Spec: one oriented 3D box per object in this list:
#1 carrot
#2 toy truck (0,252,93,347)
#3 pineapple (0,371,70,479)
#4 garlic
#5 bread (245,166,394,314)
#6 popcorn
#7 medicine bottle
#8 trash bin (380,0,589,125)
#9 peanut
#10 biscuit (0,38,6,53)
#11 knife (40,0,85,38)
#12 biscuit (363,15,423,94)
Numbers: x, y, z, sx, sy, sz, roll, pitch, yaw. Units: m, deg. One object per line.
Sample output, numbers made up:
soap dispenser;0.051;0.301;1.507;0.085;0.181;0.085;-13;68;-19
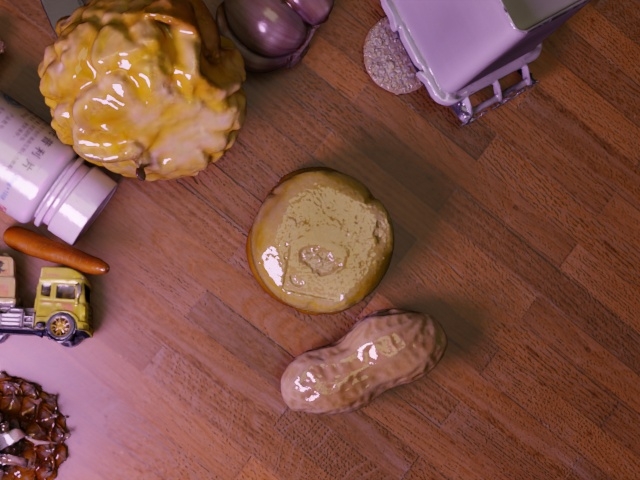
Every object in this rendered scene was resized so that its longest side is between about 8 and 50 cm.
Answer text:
carrot;-0.454;0.019;1.819;0.247;0.043;0.043;16;86;31
toy truck;-0.527;0.099;1.832;0.272;0.124;0.157;3;78;-4
pineapple;-0.554;0.348;1.744;0.262;0.271;0.263;0;88;-7
garlic;-0.085;-0.392;1.844;0.191;0.214;0.160;33;62;-11
bread;0.000;0.000;1.885;0.269;0.148;0.270;0;89;-3
popcorn;-0.295;-0.281;1.787;0.348;0.349;0.382;-10;47;-7
medicine bottle;-0.504;-0.125;1.810;0.293;0.170;0.170;36;85;-8
trash bin;0.300;-0.389;1.809;0.255;0.367;0.296;-28;92;-16
peanut;0.076;0.217;1.896;0.313;0.149;0.149;-27;92;-1
biscuit;-0.652;-0.281;1.846;0.131;0.025;0.231;35;85;21
knife;-0.461;-0.420;1.903;0.072;0.019;0.245;-26;95;-11
biscuit;0.149;-0.347;1.972;0.152;0.020;0.152;0;88;-10
